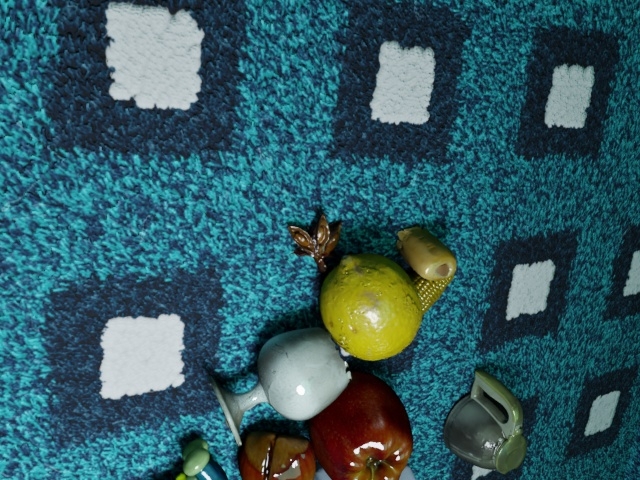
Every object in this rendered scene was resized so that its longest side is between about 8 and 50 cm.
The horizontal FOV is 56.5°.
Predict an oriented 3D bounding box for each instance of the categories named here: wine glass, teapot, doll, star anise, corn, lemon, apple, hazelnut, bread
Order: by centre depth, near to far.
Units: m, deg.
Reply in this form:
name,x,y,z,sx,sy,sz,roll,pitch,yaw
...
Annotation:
name,x,y,z,sx,sy,sz,roll,pitch,yaw
doll,-0.350,0.667,1.466,0.186,0.198,0.322,43,85,-9
wine glass,-0.102,0.358,1.496,0.323,0.238,0.238,-26,119,-17
star anise,0.002,0.001,1.538,0.212,0.053,0.157,37,86,-34
lemon,0.125,0.166,1.538,0.258,0.258,0.310,-35,120,-17
hazelnut,-0.119,0.610,1.601,0.181,0.212,0.180,67,31,-74
apple,0.106,0.529,1.651,0.288,0.317,0.288,-6,115,-13
bread,0.302,0.035,1.674,0.134,0.173,0.085,-1,123,-33
corn,0.260,0.173,1.726,0.322,0.119,0.119,-45,125,-12
teapot,0.595,0.634,2.027,0.239,0.239,0.321,22,94,-37

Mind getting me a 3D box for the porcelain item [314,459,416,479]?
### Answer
name,x,y,z,sx,sy,sz,roll,pitch,yaw
porcelain item,0.086,0.764,1.792,0.405,0.178,0.242,13,102,-30
